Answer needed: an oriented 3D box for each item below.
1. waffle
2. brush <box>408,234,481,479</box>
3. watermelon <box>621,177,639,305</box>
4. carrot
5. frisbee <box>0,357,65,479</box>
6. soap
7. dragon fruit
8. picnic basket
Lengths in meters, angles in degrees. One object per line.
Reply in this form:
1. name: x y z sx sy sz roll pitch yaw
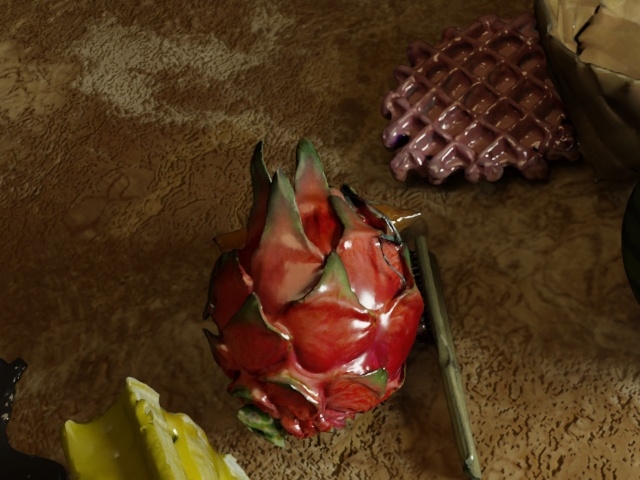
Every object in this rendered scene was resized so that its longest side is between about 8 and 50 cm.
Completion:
1. waffle: 0.169 -0.150 1.196 0.221 0.055 0.234 -3 51 19
2. brush: 0.104 0.102 1.038 0.036 0.043 0.248 -22 49 16
3. watermelon: 0.338 0.003 0.903 0.212 0.212 0.212 -12 50 15
4. carrot: 0.000 0.000 1.144 0.205 0.072 0.072 -17 49 8
5. frisbee: -0.341 0.198 1.175 0.211 0.012 0.187 -12 50 16
6. soap: -0.083 0.274 0.882 0.091 0.199 0.315 -34 50 5
7. dragon fruit: -0.006 0.048 1.021 0.193 0.192 0.274 8 78 -1
8. picnic basket: 0.350 -0.238 0.993 0.337 0.337 0.293 -9 49 17
